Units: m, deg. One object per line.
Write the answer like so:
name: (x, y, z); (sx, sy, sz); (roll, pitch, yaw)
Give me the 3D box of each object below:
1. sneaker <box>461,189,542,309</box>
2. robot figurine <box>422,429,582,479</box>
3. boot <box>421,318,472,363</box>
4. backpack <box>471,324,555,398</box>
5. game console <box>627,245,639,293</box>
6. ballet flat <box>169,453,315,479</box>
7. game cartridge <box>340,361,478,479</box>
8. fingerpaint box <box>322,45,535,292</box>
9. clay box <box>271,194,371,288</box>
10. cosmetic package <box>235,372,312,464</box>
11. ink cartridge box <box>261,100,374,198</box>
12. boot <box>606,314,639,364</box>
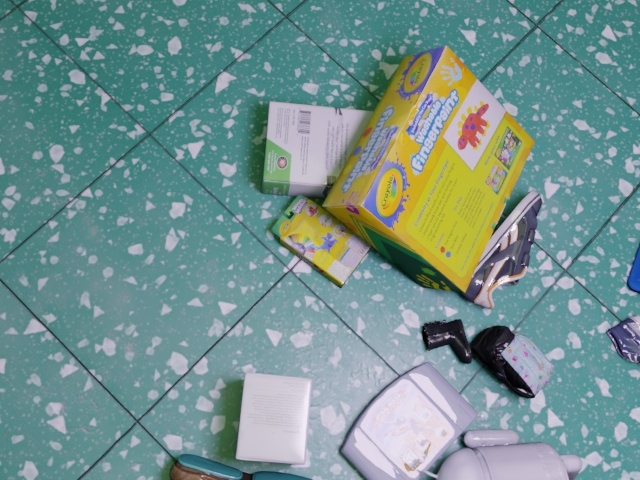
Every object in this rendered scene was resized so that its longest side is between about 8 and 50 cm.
sneaker: (0.465, 0.028, 1.793); (0.127, 0.126, 0.321); (39, 85, 10)
robot figurine: (0.407, 0.552, 1.598); (0.353, 0.200, 0.300); (-3, 44, -7)
boot: (0.304, 0.247, 1.753); (0.099, 0.045, 0.121); (-9, 68, -11)
backpack: (0.458, 0.286, 1.711); (0.182, 0.152, 0.115); (45, 84, -5)
game console: (0.967, 0.060, 1.886); (0.250, 0.173, 0.293); (16, 70, 31)
ballet flat: (-0.166, 0.562, 1.591); (0.342, 0.116, 0.124); (11, 94, -3)
game cartridge: (0.198, 0.435, 1.687); (0.297, 0.062, 0.198); (-43, 87, -15)
fingerpaint box: (0.266, -0.161, 1.724); (0.371, 0.163, 0.445); (37, 71, -29)
clay box: (0.000, 0.000, 1.786); (0.222, 0.053, 0.127); (37, 74, 6)
cosmetic package: (-0.104, 0.398, 1.612); (0.151, 0.151, 0.184); (7, 73, -4)
ink cartridge box: (0.005, -0.216, 1.810); (0.289, 0.121, 0.211); (5, 75, -5)
boot: (0.789, 0.285, 1.789); (0.086, 0.069, 0.190); (-26, 71, -5)
